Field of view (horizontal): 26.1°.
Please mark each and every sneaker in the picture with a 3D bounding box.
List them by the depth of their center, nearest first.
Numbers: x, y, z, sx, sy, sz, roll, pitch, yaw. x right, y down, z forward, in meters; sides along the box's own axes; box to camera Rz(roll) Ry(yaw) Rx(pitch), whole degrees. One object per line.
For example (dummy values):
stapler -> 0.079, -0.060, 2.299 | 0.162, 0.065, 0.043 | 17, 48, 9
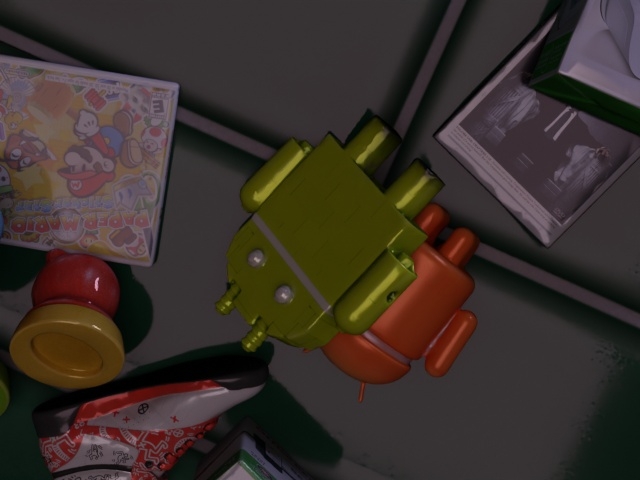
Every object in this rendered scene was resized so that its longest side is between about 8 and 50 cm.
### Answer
sneaker -> -0.173, 0.222, 1.530 | 0.270, 0.090, 0.145 | -14, 100, 5

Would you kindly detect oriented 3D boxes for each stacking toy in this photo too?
stacking toy -> -0.385, 0.058, 1.477 | 0.279, 0.130, 0.309 | -28, 131, 30

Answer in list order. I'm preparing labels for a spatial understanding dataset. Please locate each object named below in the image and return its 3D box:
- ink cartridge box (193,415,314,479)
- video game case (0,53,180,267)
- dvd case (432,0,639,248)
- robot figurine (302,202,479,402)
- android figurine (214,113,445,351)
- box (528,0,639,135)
ink cartridge box -> -0.059, 0.286, 1.475 | 0.087, 0.208, 0.153 | -45, 95, 3
video game case -> -0.281, -0.089, 1.521 | 0.226, 0.026, 0.206 | 9, 98, 0
dvd case -> 0.268, -0.137, 1.503 | 0.179, 0.029, 0.239 | 44, 96, -5
robot figurine -> 0.077, 0.061, 1.484 | 0.158, 0.128, 0.219 | 35, 96, -26
android figurine -> 0.000, 0.000, 1.451 | 0.273, 0.056, 0.248 | -44, 50, 9
box -> 0.385, -0.217, 1.422 | 0.262, 0.127, 0.231 | 24, 88, -5
